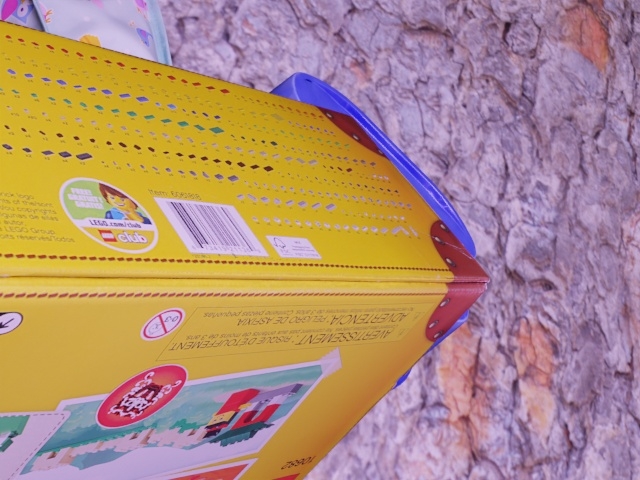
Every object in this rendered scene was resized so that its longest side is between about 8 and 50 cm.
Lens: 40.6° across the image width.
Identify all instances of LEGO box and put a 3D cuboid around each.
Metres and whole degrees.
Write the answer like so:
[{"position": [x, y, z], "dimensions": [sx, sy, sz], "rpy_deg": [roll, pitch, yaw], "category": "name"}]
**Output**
[{"position": [-0.181, 0.081, 0.533], "dimensions": [0.500, 0.372, 0.193], "rpy_deg": [5, 42, -53], "category": "LEGO box"}]

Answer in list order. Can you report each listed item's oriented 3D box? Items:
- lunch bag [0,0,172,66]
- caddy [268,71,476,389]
[{"position": [-0.231, -0.098, 0.739], "dimensions": [0.160, 0.223, 0.262], "rpy_deg": [3, 59, -48], "category": "lunch bag"}, {"position": [0.000, 0.000, 0.883], "dimensions": [0.341, 0.179, 0.241], "rpy_deg": [44, 30, -12], "category": "caddy"}]
